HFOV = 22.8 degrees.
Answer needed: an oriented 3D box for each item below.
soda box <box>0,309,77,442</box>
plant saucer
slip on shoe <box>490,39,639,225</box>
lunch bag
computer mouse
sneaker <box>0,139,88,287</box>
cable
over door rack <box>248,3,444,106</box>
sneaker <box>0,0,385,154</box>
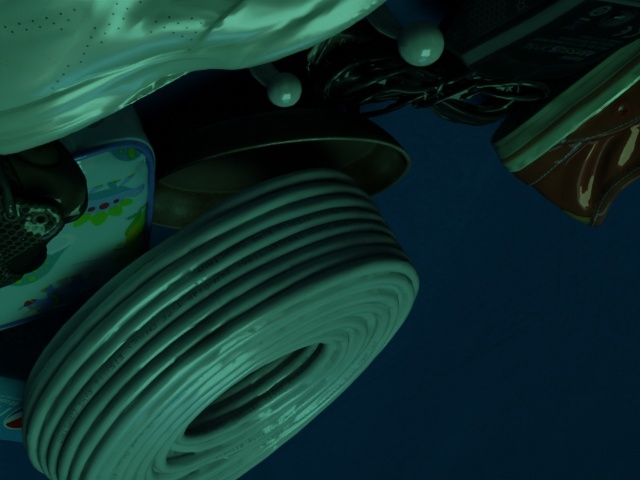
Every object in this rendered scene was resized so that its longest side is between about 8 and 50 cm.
[{"bbox_3d":[-0.218,0.076,1.002,0.067,0.071,0.210,-35,153,19],"label":"soda box"},{"bbox_3d":[-0.031,-0.044,0.952,0.168,0.029,0.168,-9,165,-3],"label":"plant saucer"},{"bbox_3d":[0.256,-0.120,0.982,0.331,0.101,0.123,-37,-170,31],"label":"slip on shoe"},{"bbox_3d":[-0.200,-0.010,0.835,0.219,0.090,0.176,-17,152,-17],"label":"lunch bag"},{"bbox_3d":[0.134,-0.147,0.899,0.272,0.072,0.188,-24,163,37],"label":"computer mouse"},{"bbox_3d":[-0.180,-0.041,0.643,0.130,0.087,0.227,-25,145,4],"label":"sneaker"},{"bbox_3d":[-0.059,0.067,0.950,0.257,0.089,0.257,-32,161,-14],"label":"cable"},{"bbox_3d":[-0.028,-0.150,0.645,0.239,0.108,0.324,2,152,-37],"label":"over door rack"},{"bbox_3d":[-0.052,-0.107,0.548,0.212,0.080,0.094,-26,135,4],"label":"sneaker"}]
